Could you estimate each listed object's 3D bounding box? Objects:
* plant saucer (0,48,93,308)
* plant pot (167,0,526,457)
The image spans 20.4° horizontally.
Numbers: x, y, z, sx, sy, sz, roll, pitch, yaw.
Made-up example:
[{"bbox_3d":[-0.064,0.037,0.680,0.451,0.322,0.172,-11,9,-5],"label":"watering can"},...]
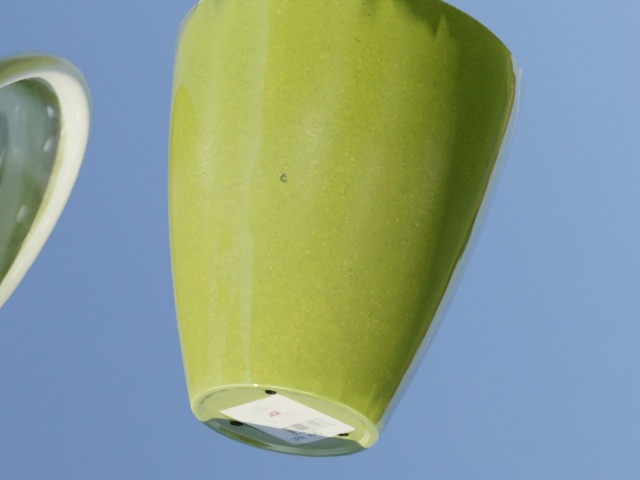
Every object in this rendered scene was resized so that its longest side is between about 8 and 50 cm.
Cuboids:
[{"bbox_3d":[-0.350,-0.007,1.463,0.100,0.400,0.400,36,-137,11],"label":"plant saucer"},{"bbox_3d":[0.000,0.000,1.320,0.275,0.275,0.293,32,-124,-37],"label":"plant pot"}]
